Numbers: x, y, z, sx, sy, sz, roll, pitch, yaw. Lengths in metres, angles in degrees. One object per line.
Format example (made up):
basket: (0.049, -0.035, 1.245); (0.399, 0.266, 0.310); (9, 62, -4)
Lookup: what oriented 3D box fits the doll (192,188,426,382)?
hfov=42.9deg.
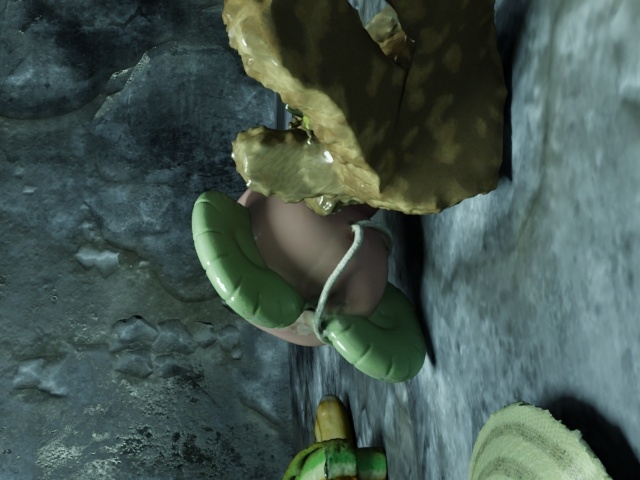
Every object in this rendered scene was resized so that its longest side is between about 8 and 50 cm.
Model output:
doll: (0.000, 0.000, 0.832); (0.216, 0.284, 0.268); (-46, 33, 29)

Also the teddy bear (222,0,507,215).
teddy bear: (0.027, -0.132, 0.604); (0.222, 0.246, 0.296); (31, 167, 47)

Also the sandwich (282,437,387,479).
sandwich: (0.020, 0.394, 1.119); (0.212, 0.109, 0.292); (44, 128, 55)

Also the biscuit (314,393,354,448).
biscuit: (0.030, 0.435, 1.382); (0.290, 0.062, 0.236); (-100, 11, -49)

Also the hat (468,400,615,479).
hat: (0.093, 0.223, 0.460); (0.252, 0.110, 0.252); (173, 90, -77)
